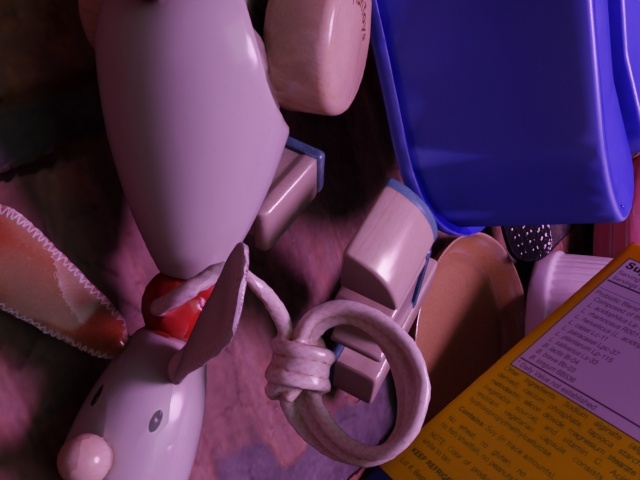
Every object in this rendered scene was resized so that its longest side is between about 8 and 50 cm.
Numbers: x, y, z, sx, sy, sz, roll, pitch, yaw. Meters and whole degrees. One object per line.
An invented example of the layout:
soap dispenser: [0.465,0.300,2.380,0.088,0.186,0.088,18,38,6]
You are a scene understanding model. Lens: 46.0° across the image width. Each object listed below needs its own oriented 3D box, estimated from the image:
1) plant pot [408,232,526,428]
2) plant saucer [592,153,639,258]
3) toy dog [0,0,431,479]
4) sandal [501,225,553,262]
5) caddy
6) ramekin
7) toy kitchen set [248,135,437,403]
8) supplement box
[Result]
plant pot: [0.147,0.110,0.762,0.236,0.032,0.236,2,88,-50]
plant saucer: [0.460,0.034,1.080,0.332,0.084,0.332,3,87,-57]
toy dog: [-0.080,-0.024,0.378,0.161,0.220,0.333,11,71,-70]
sandal: [0.207,-0.063,0.822,0.040,0.067,0.179,43,36,-88]
caddy: [0.125,-0.164,0.522,0.241,0.179,0.341,-45,128,-44]
ramekin: [0.316,0.114,0.878,0.207,0.109,0.207,4,85,-61]
toy kitchen set: [0.000,0.000,0.565,0.122,0.166,0.207,-57,165,-29]
supplement box: [0.251,0.201,0.648,0.356,0.194,0.195,-38,120,-13]
